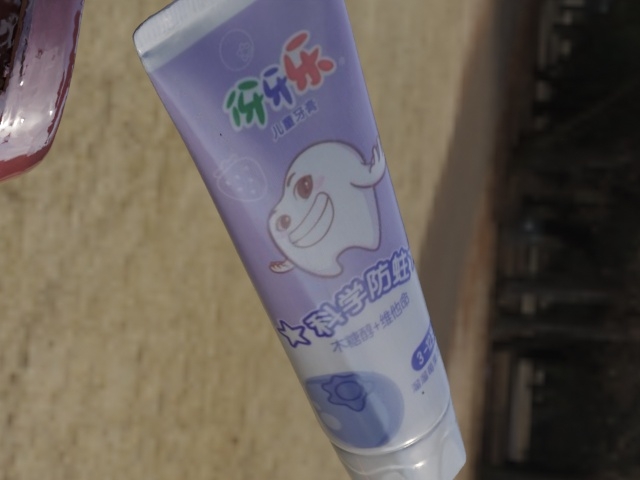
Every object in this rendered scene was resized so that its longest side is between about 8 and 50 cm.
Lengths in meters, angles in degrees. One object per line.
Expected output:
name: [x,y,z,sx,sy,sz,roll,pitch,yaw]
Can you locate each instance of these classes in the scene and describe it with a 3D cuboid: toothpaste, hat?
toothpaste: [0.000,0.000,1.068,0.125,0.080,0.371,-36,128,-21]
hat: [-0.173,-0.123,0.975,0.205,0.089,0.205,-170,-90,-76]
